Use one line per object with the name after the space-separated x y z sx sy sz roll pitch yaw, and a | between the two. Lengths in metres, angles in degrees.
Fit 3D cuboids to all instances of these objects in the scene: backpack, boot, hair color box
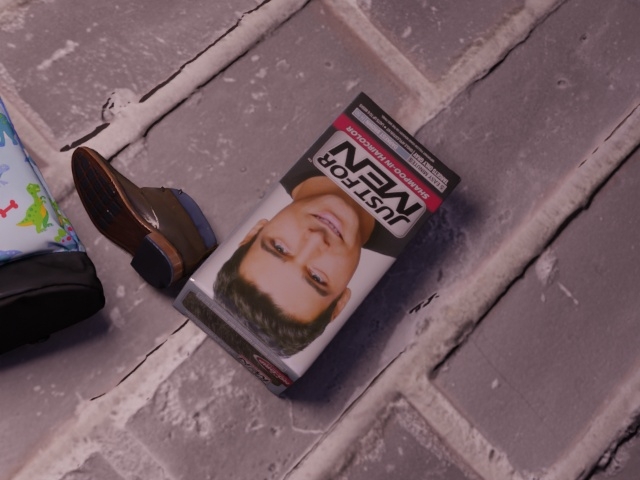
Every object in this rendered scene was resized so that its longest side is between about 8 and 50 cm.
-0.447 -0.051 1.457 0.290 0.273 0.355 -20 65 -18 | backpack
-0.228 -0.040 1.621 0.106 0.082 0.219 -26 75 -48 | boot
0.000 0.000 1.648 0.185 0.113 0.374 41 63 -1 | hair color box
